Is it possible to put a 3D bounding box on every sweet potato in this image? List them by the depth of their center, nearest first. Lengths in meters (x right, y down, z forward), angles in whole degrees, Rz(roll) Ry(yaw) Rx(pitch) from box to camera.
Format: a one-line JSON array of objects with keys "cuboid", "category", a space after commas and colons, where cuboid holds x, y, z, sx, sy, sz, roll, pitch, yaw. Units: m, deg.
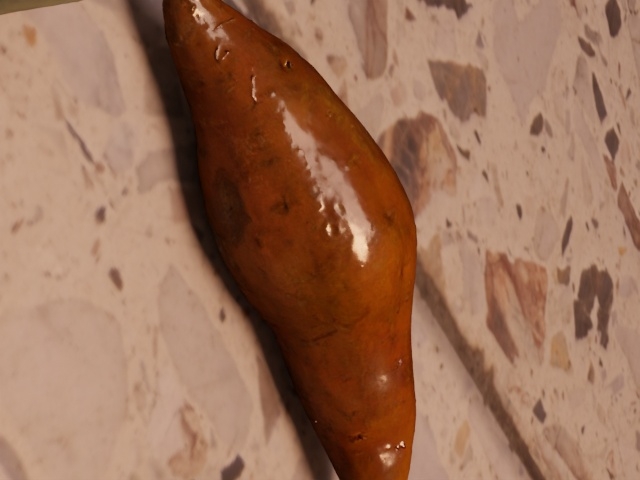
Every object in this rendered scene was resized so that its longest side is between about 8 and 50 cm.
[{"cuboid": [-0.001, -0.005, 1.000, 0.112, 0.112, 0.359, -54, 126, -47], "category": "sweet potato"}]

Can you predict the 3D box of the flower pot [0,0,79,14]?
[{"cuboid": [-0.114, -0.218, 0.779, 0.209, 0.189, 0.239, 16, 72, -56], "category": "flower pot"}]
